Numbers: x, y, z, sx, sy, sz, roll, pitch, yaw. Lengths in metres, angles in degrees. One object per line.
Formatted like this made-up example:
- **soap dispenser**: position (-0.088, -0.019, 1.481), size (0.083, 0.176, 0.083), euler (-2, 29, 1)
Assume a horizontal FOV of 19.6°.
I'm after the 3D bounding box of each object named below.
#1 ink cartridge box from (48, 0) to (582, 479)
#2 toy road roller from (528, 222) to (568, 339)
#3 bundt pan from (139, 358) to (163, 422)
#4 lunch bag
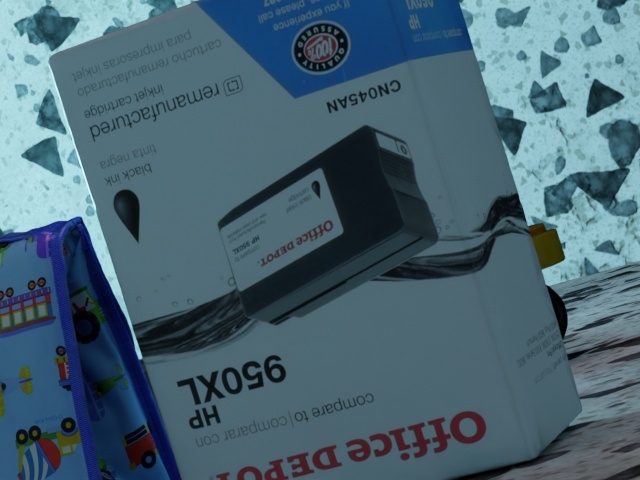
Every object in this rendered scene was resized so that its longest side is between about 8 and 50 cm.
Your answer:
- **ink cartridge box**: position (0.000, 0.000, 1.422), size (0.285, 0.395, 0.166), euler (-17, 2, 22)
- **toy road roller**: position (0.107, 0.051, 2.036), size (0.329, 0.241, 0.202), euler (-17, -1, 16)
- **bundt pan**: position (-0.160, 0.196, 2.346), size (0.330, 0.124, 0.331), euler (-17, 0, 0)
- **lunch bag**: position (-0.258, 0.128, 1.470), size (0.221, 0.293, 0.138), euler (-17, 0, 25)
